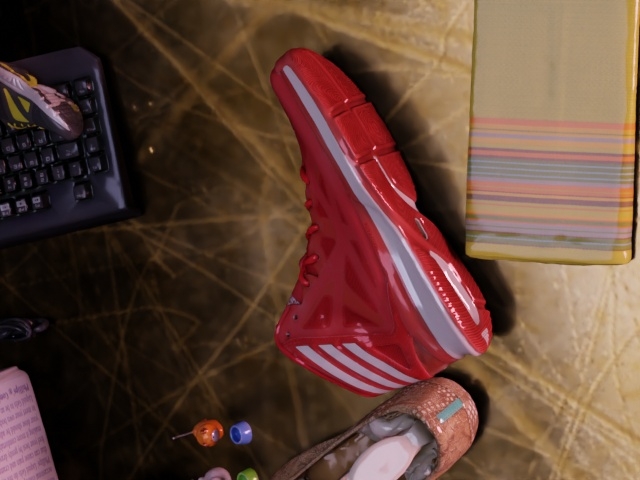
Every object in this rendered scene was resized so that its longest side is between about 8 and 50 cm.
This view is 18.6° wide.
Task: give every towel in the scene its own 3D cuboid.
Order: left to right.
[{"bbox_3d":[0.142,-0.103,1.184,0.102,0.021,0.237,4,99,15],"label":"towel"}]

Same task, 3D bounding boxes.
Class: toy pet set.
[{"bbox_3d":[-0.096,0.181,1.271,0.114,0.065,0.122,-3,97,50],"label":"toy pet set"}]

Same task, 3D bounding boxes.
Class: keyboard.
[{"bbox_3d":[-0.270,-0.005,1.351,0.317,0.033,0.202,-12,94,23],"label":"keyboard"}]

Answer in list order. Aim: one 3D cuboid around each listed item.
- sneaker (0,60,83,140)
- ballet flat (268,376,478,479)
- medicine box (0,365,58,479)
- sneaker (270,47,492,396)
[{"bbox_3d":[-0.189,-0.085,1.285,0.083,0.031,0.035,37,111,26],"label":"sneaker"},{"bbox_3d":[0.011,0.159,1.247,0.206,0.067,0.073,-44,82,21],"label":"ballet flat"},{"bbox_3d":[-0.306,0.261,1.342,0.263,0.149,0.289,-14,94,22],"label":"medicine box"},{"bbox_3d":[0.000,0.000,1.218,0.128,0.087,0.221,-31,85,21],"label":"sneaker"}]
